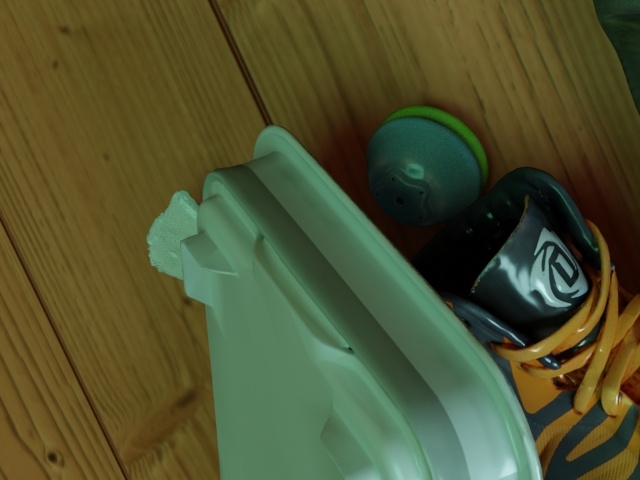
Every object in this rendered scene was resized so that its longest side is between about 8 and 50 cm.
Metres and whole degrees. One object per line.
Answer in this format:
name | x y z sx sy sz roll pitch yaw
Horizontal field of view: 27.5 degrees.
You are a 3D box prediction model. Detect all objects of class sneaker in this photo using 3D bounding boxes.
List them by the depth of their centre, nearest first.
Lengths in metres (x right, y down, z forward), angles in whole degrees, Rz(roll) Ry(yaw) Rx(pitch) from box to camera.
sneaker | 0.144 0.067 0.575 0.321 0.124 0.180 4 136 48

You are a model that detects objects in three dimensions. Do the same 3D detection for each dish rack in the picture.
dish rack | 0.002 0.136 0.678 0.285 0.072 0.333 -129 30 -47

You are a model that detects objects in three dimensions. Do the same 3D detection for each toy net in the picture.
toy net | 0.000 0.000 0.765 0.232 0.045 0.122 -10 120 38

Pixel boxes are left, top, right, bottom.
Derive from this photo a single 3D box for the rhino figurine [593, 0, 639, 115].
rhino figurine | 0.192 -0.047 0.595 0.106 0.073 0.243 -2 110 61
